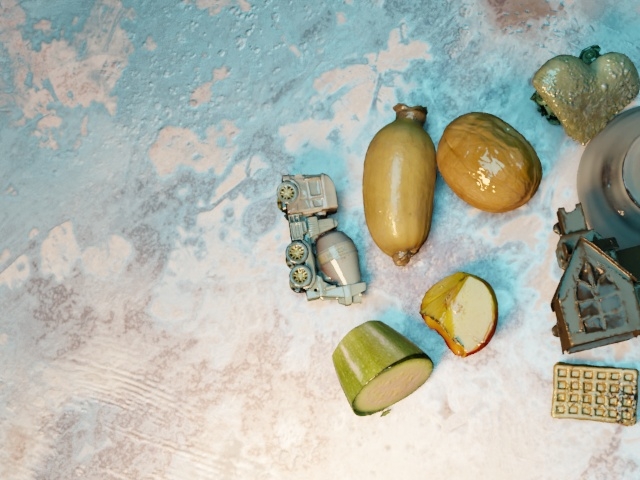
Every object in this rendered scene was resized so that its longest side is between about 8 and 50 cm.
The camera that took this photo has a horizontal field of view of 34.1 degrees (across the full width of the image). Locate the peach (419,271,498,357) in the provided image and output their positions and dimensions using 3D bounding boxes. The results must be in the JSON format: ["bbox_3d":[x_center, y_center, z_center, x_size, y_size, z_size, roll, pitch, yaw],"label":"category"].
[{"bbox_3d":[0.259,0.131,1.860,0.151,0.118,0.151,-28,41,28],"label":"peach"}]

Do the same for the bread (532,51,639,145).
[{"bbox_3d":[0.472,-0.251,1.864,0.064,0.232,0.172,51,139,49],"label":"bread"}]

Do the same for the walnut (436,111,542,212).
[{"bbox_3d":[0.300,-0.138,1.872,0.197,0.165,0.165,35,89,13],"label":"walnut"}]

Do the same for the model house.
[{"bbox_3d":[0.478,0.051,1.778,0.204,0.211,0.243,-14,77,8],"label":"model house"}]

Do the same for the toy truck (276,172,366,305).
[{"bbox_3d":[0.000,0.000,1.949,0.140,0.108,0.256,-8,80,-2],"label":"toy truck"}]

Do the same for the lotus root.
[{"bbox_3d":[0.140,-0.105,1.912,0.131,0.146,0.303,6,85,-21],"label":"lotus root"}]

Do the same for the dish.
[{"bbox_3d":[0.612,-0.110,1.830,0.316,0.106,0.316,-2,79,12],"label":"dish"}]

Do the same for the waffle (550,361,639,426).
[{"bbox_3d":[0.480,0.268,1.825,0.148,0.042,0.102,4,81,12],"label":"waffle"}]

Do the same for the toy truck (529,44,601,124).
[{"bbox_3d":[0.454,-0.293,1.920,0.154,0.080,0.078,-41,48,3],"label":"toy truck"}]

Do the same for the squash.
[{"bbox_3d":[0.101,0.227,1.863,0.170,0.170,0.123,-43,58,2],"label":"squash"}]
